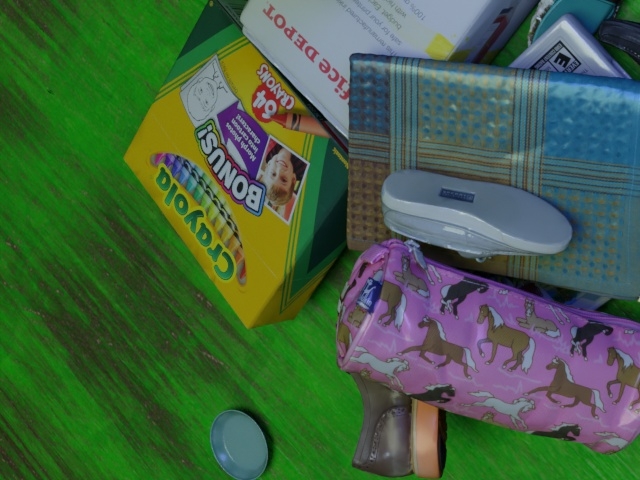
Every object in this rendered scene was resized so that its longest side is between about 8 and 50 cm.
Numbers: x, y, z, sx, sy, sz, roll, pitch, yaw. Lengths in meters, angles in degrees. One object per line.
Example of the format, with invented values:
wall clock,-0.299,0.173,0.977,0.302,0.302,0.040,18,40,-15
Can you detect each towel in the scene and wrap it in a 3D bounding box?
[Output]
towel,0.211,-0.080,1.378,0.370,0.040,0.271,10,118,17

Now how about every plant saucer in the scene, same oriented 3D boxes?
plant saucer,-0.126,0.327,1.857,0.119,0.021,0.119,9,105,35

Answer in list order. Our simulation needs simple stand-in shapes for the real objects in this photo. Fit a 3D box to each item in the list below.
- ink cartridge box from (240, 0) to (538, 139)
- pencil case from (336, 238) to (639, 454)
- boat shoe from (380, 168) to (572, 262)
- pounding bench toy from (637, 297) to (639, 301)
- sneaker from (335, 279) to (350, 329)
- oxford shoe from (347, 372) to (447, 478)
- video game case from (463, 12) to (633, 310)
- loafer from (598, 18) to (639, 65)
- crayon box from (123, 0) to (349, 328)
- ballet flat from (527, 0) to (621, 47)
ink cartridge box,0.112,-0.339,1.441,0.279,0.160,0.384,48,123,17
pencil case,0.213,0.129,1.381,0.386,0.160,0.167,19,142,-7
boat shoe,0.181,-0.020,1.362,0.228,0.079,0.081,16,140,13
pounding bench toy,0.428,0.066,1.376,0.065,0.052,0.083,50,124,15
sneaker,0.100,0.117,1.615,0.185,0.069,0.083,21,117,30
oxford shoe,0.094,0.128,1.519,0.133,0.130,0.363,-3,72,12
video game case,0.286,-0.062,1.422,0.300,0.036,0.329,48,124,2
loafer,0.411,-0.186,1.314,0.223,0.076,0.078,32,109,22
crayon box,-0.098,-0.113,1.653,0.363,0.106,0.313,51,124,25
ballet flat,0.320,-0.311,1.348,0.241,0.091,0.077,126,155,-49
